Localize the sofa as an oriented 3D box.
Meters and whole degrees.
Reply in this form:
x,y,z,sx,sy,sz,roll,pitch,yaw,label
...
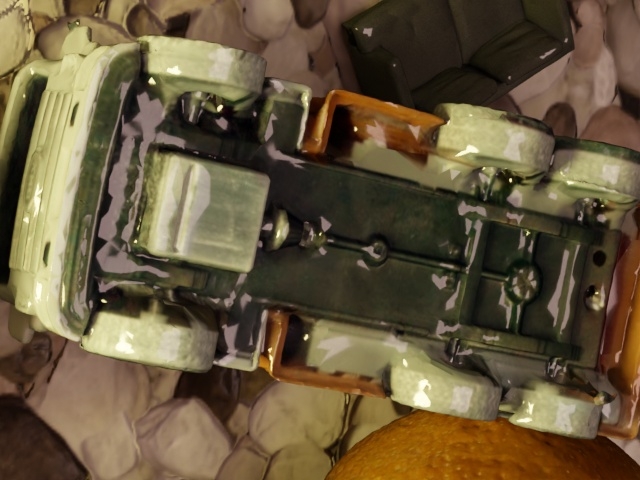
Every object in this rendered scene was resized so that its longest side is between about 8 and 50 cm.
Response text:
x,y,z,sx,sy,sz,roll,pitch,yaw,label
0.092,-0.128,1.244,0.147,0.060,0.085,-32,120,-28,sofa

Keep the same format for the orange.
x,y,z,sx,sy,sz,roll,pitch,yaw,label
0.110,0.223,1.240,0.264,0.264,0.264,-12,110,-36,orange

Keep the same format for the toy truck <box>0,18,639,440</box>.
x,y,z,sx,sy,sz,roll,pitch,yaw,label
0.000,0.000,1.109,0.387,0.207,0.173,13,88,-32,toy truck
